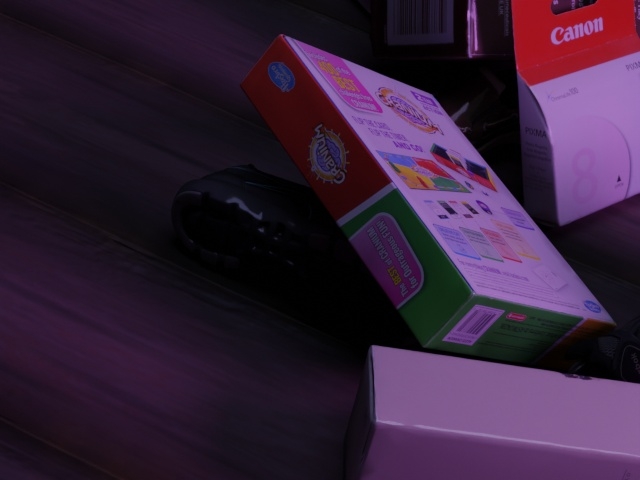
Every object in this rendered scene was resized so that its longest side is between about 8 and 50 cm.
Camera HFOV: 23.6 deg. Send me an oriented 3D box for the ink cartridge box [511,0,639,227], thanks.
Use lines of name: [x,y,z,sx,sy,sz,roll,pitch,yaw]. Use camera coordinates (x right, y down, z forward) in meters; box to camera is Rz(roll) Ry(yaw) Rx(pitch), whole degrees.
ink cartridge box: [0.278,-0.150,1.544,0.189,0.232,0.066,-21,28,-36]

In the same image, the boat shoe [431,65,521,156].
boat shoe: [0.158,-0.141,1.602,0.257,0.095,0.095,-15,46,-32]

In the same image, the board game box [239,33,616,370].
board game box: [0.095,-0.031,1.350,0.242,0.064,0.316,14,34,-51]

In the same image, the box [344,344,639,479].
box: [0.161,0.167,1.200,0.275,0.113,0.094,10,37,-7]

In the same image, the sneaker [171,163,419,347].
sneaker: [0.000,0.000,1.371,0.267,0.101,0.106,28,36,17]

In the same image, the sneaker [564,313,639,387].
sneaker: [0.278,0.101,1.325,0.087,0.130,0.227,66,17,3]

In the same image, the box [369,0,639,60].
box: [0.265,-0.264,1.674,0.381,0.143,0.191,-2,7,-30]

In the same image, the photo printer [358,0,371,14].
photo printer: [0.175,-0.349,1.863,0.307,0.107,0.256,-10,43,-29]
